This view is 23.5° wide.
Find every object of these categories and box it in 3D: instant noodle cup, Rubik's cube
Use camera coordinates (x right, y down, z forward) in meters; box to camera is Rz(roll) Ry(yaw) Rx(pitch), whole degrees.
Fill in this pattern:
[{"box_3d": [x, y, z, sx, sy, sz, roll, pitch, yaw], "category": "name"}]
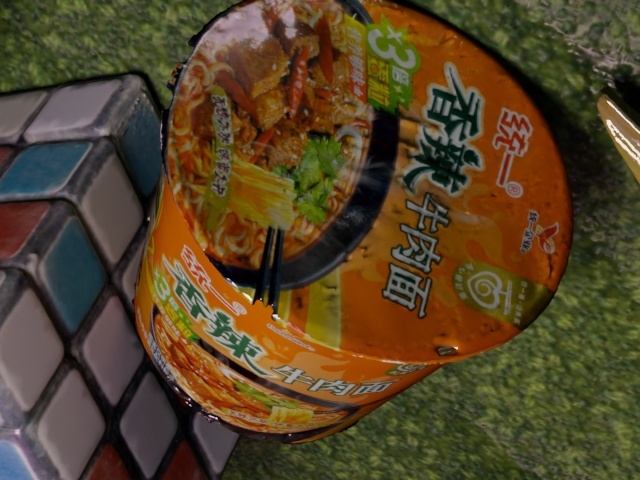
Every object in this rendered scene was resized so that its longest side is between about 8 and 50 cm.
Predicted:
[{"box_3d": [0.000, 0.000, 0.864, 0.230, 0.230, 0.182, 30, 145, -3], "category": "instant noodle cup"}, {"box_3d": [-0.213, 0.074, 0.987, 0.259, 0.253, 0.256, -4, 128, 25], "category": "Rubik's cube"}]

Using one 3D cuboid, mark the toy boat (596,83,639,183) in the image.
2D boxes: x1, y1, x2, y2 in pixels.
[{"box_3d": [0.224, -0.034, 0.829, 0.172, 0.065, 0.066, 24, 112, 2], "category": "toy boat"}]
